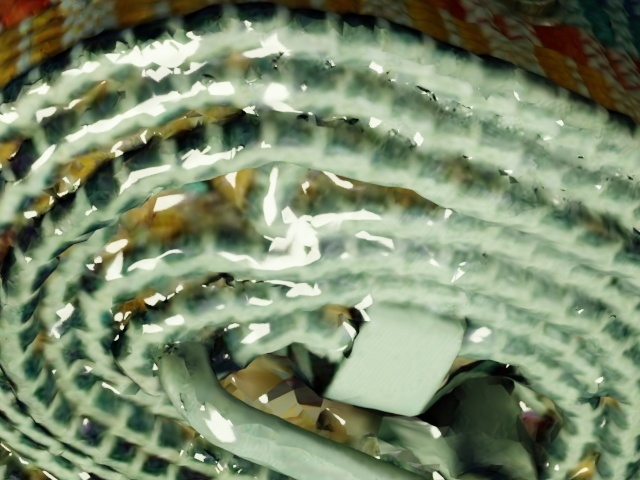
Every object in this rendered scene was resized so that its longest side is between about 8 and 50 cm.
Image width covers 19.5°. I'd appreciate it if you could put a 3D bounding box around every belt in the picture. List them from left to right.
[{"bbox_3d":[0.000,0.000,0.536,0.295,0.160,0.207,28,125,-28],"label":"belt"}]
